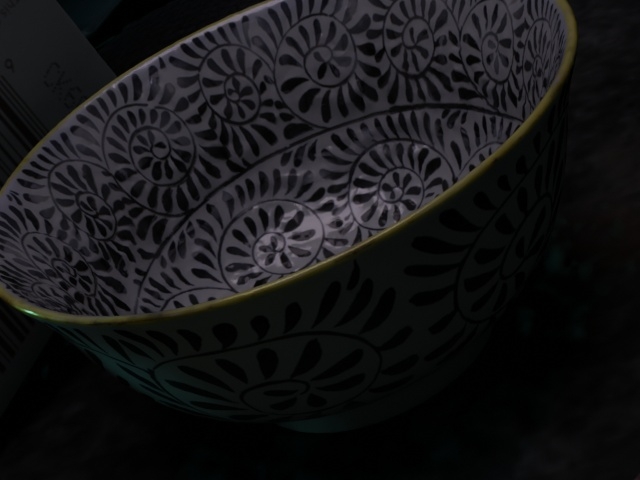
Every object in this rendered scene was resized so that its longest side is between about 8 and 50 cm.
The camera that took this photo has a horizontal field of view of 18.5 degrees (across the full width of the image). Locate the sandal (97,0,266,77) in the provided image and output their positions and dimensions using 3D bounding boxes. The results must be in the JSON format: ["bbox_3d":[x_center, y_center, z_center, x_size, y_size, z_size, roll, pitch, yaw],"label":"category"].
[{"bbox_3d":[-0.084,-0.029,0.709,0.179,0.040,0.067,-40,23,1],"label":"sandal"}]

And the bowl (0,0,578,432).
[{"bbox_3d":[0.000,0.000,0.538,0.170,0.080,0.170,-18,28,10],"label":"bowl"}]

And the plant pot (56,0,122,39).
[{"bbox_3d":[-0.198,-0.158,0.878,0.234,0.166,0.165,-19,26,36],"label":"plant pot"}]

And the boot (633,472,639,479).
[{"bbox_3d":[0.187,0.020,0.346,0.248,0.090,0.207,-40,34,-20],"label":"boot"}]

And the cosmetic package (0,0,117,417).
[{"bbox_3d":[-0.182,-0.024,0.617,0.183,0.151,0.151,1,51,39],"label":"cosmetic package"}]
